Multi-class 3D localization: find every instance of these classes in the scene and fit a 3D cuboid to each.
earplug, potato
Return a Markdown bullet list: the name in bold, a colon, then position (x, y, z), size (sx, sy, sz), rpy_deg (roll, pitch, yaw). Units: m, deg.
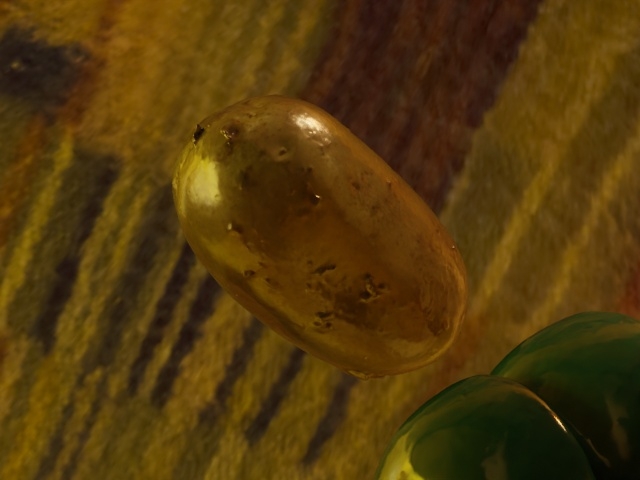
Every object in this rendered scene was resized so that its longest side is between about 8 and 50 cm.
- **earplug**: position (0.149, 0.085, 0.658), size (0.280, 0.164, 0.257), rpy_deg (-19, 148, -22)
- **potato**: position (0.000, 0.000, 1.284), size (0.307, 0.210, 0.173), rpy_deg (42, 71, -18)
